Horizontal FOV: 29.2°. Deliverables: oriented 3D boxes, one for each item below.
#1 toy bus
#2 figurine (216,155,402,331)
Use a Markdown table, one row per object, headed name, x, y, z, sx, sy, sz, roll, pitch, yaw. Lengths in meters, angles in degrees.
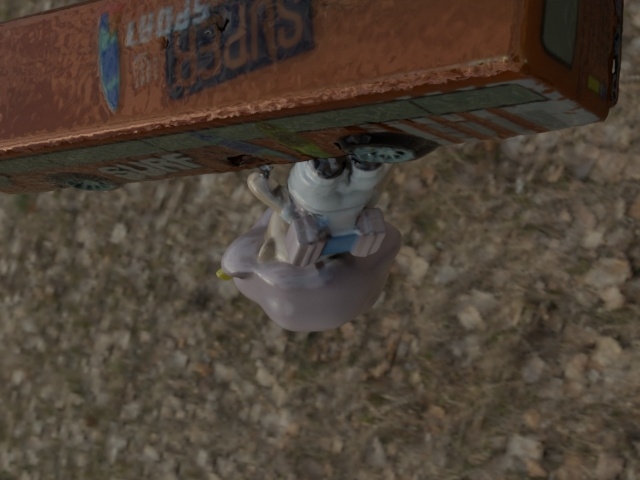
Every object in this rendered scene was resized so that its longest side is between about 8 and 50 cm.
| name | x | y | z | sx | sy | sz | roll | pitch | yaw |
| --- | --- | --- | --- | --- | --- | --- | --- | --- | --- |
| toy bus | -0.050 | -0.084 | 0.624 | 0.409 | 0.092 | 0.093 | -5 | 77 | 37 |
| figurine | 0.000 | 0.000 | 0.893 | 0.112 | 0.137 | 0.229 | 64 | 157 | 24 |
